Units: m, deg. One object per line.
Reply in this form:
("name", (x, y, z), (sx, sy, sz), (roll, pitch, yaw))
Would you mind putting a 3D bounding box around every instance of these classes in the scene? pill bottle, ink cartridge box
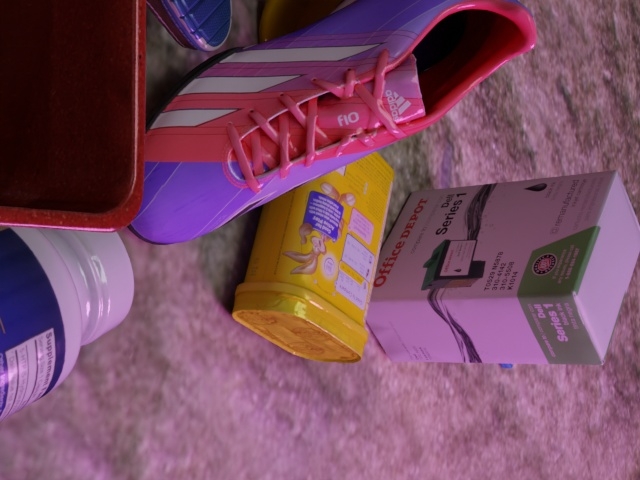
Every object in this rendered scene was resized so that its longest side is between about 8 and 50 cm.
("pill bottle", (-0.189, 0.044, 0.515), (0.186, 0.112, 0.112), (-31, 115, -51))
("ink cartridge box", (0.163, 0.027, 0.930), (0.092, 0.219, 0.160), (59, 44, -32))

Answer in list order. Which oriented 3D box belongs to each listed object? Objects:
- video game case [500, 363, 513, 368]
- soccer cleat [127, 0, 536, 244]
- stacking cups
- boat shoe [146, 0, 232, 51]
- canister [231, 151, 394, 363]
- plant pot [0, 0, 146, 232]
("video game case", (0.202, 0.052, 1.160), (0.166, 0.015, 0.119), (55, 48, -39))
("soccer cleat", (0.005, -0.095, 0.701), (0.318, 0.116, 0.109), (-34, 126, -16))
("stacking cups", (0.073, -0.172, 0.920), (0.316, 0.096, 0.096), (-5, 93, -57))
("boat shoe", (-0.122, -0.203, 0.656), (0.066, 0.066, 0.183), (-53, 125, -44))
("canister", (0.000, 0.000, 0.822), (0.126, 0.073, 0.170), (38, 57, -48))
("plant pot", (-0.237, -0.138, 0.344), (0.267, 0.235, 0.267), (3, 87, -54))
